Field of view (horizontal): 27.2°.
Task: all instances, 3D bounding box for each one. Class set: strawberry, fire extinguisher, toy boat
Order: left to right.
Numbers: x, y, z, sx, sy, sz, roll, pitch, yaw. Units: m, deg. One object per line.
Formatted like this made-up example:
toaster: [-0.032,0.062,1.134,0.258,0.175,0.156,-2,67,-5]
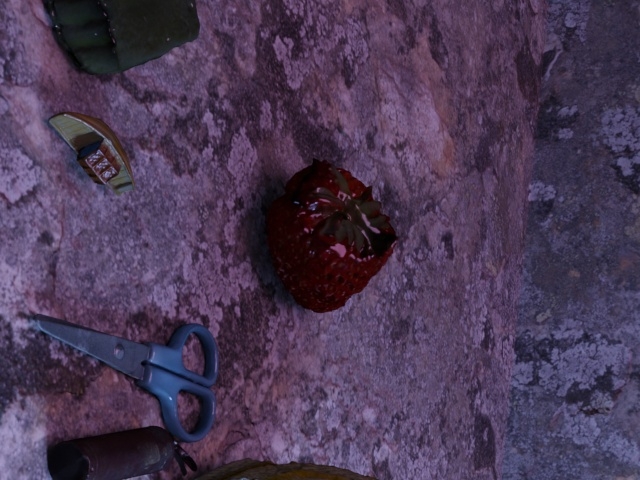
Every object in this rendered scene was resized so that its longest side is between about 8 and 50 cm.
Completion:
toy boat: [-0.328,-0.130,1.920,0.172,0.065,0.066,54,32,-37]
fire extinguisher: [-0.277,0.319,1.922,0.089,0.072,0.268,54,22,19]
strawberry: [0.003,0.004,2.380,0.261,0.258,0.261,27,43,-29]

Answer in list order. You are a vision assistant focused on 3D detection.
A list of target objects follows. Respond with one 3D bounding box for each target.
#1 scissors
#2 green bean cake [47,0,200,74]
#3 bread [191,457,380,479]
scissors: [-0.282,0.177,1.989,0.447,0.029,0.192,34,56,-55]
green bean cake: [-0.297,-0.370,1.959,0.227,0.125,0.222,-36,119,-55]
bread: [-0.050,0.478,2.112,0.264,0.395,0.239,-23,127,-85]
